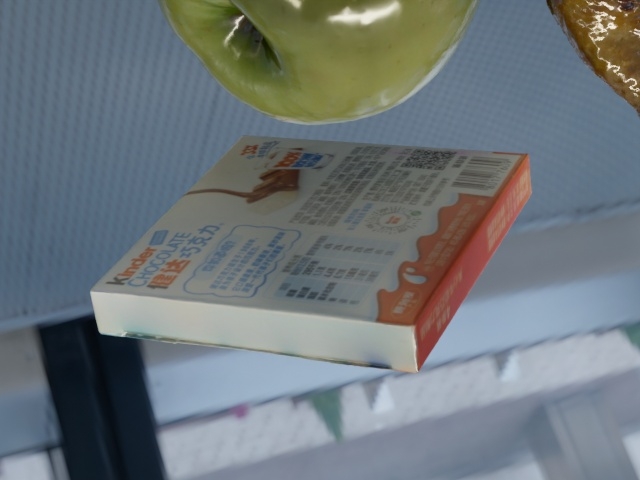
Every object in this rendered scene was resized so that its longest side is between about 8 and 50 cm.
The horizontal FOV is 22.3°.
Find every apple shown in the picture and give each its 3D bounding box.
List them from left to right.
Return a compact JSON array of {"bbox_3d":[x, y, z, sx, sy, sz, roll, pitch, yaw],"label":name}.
[{"bbox_3d":[0.010,-0.295,1.623,0.357,0.357,0.357,-17,156,-8],"label":"apple"}]

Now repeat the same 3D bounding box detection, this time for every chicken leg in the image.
[{"bbox_3d":[0.250,-0.129,1.255,0.087,0.251,0.107,-27,179,42],"label":"chicken leg"}]

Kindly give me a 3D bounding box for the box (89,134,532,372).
[{"bbox_3d":[0.000,0.000,1.267,0.265,0.273,0.048,6,122,24],"label":"box"}]
